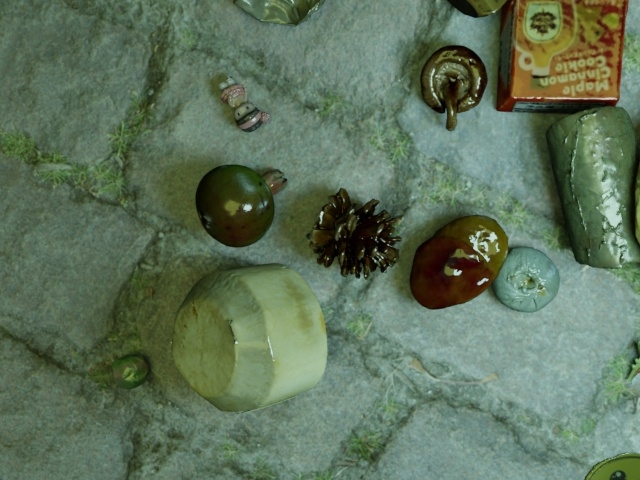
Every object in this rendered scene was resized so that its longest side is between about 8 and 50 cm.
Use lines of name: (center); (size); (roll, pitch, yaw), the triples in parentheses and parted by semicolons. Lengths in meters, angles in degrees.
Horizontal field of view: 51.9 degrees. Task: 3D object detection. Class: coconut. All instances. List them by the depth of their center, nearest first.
coconut: (-0.136, 0.197, 1.355); (0.323, 0.323, 0.323); (1, 95, 8)
coconut: (-0.432, 0.299, 1.501); (0.083, 0.081, 0.082); (23, 100, -40)

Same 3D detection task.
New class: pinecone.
pinecone: (0.075, -0.007, 1.362); (0.195, 0.150, 0.179); (31, 81, -5)

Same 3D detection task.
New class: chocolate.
chocolate: (0.479, -0.372, 1.300); (0.237, 0.108, 0.235); (3, 97, 6)

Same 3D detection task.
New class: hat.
hat: (-0.077, -0.584, 1.377); (0.214, 0.149, 0.245); (-21, 57, 31)

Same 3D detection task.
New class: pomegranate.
pomegranate: (-0.161, -0.087, 1.398); (0.209, 0.180, 0.180); (-31, 90, -27)

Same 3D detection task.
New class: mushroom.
mushroom: (0.272, -0.311, 1.349); (0.135, 0.080, 0.171); (7, 97, 20)

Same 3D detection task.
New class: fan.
fan: (0.654, 0.595, 1.409); (0.229, 0.011, 0.335); (31, 97, 4)

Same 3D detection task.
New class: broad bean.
broad bean: (0.280, 0.047, 1.348); (0.228, 0.122, 0.156); (-42, 73, 21)

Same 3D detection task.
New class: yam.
yam: (0.548, -0.102, 1.284); (0.168, 0.168, 0.304); (-13, 92, 9)

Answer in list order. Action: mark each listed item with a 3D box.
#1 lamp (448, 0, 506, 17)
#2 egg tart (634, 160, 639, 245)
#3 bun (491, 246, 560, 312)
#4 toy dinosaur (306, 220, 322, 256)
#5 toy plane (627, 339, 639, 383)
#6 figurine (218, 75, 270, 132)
lamp: (0.323, -0.541, 1.279); (0.161, 0.161, 0.185); (36, 99, 4)
egg tart: (0.731, -0.058, 1.216); (0.345, 0.132, 0.345); (1, 88, -28)
bun: (0.426, 0.084, 1.359); (0.140, 0.083, 0.141); (0, 93, 6)
toy dinosaur: (0.000, 0.000, 1.437); (0.047, 0.030, 0.083); (-25, 92, 8)
toy plane: (0.680, 0.256, 1.360); (0.102, 0.040, 0.111); (-25, 90, 8)
figurine: (-0.168, -0.295, 1.428); (0.072, 0.054, 0.129); (-32, 83, -5)
